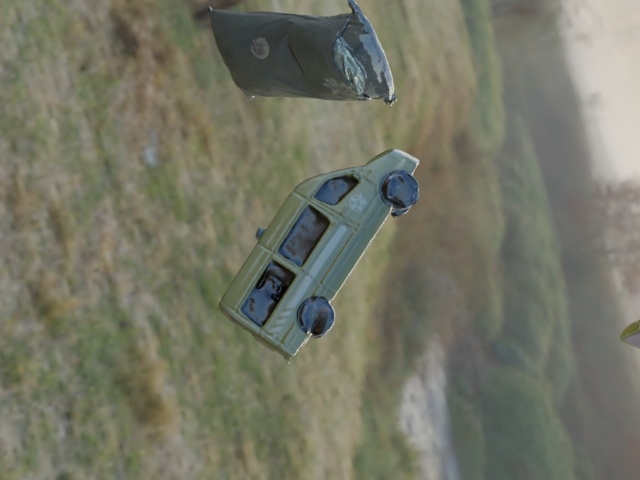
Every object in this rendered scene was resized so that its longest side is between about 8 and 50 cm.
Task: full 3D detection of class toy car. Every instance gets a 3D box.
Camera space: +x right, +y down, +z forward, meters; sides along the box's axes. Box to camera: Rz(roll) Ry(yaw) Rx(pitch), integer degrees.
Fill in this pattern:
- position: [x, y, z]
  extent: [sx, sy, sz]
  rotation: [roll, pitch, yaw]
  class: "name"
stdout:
- position: [0.000, 0.000, 1.655]
  extent: [0.124, 0.257, 0.101]
  rotation: [33, -5, 0]
  class: "toy car"

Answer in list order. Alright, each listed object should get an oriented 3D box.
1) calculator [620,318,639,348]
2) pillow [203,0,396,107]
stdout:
- position: [0.473, 0.101, 1.790]
  extent: [0.157, 0.236, 0.033]
  rotation: [98, 8, -53]
  class: "calculator"
- position: [-0.028, -0.232, 2.007]
  extent: [0.059, 0.255, 0.169]
  rotation: [-60, 139, -33]
  class: "pillow"
